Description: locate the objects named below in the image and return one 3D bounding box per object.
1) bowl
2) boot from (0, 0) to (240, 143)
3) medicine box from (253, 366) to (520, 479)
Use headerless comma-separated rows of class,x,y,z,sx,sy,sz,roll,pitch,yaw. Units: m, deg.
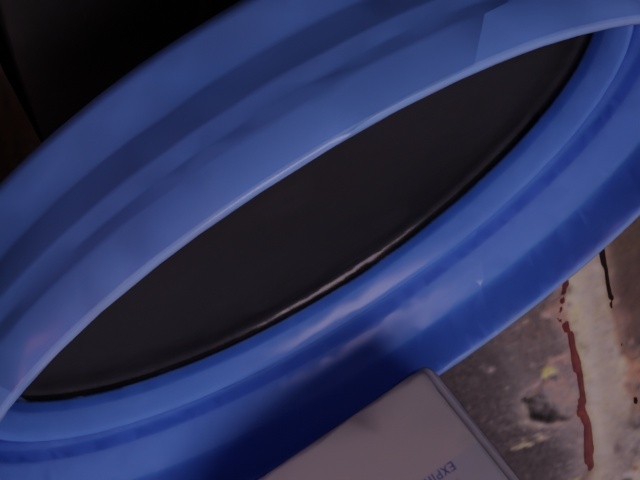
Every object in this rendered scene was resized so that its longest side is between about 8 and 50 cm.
bowl,0.000,0.000,0.822,0.391,0.077,0.391,-29,162,-10
boot,0.003,-0.268,0.709,0.367,0.146,0.445,-11,121,1
medicine box,0.019,0.248,1.006,0.263,0.149,0.289,-34,145,-5
